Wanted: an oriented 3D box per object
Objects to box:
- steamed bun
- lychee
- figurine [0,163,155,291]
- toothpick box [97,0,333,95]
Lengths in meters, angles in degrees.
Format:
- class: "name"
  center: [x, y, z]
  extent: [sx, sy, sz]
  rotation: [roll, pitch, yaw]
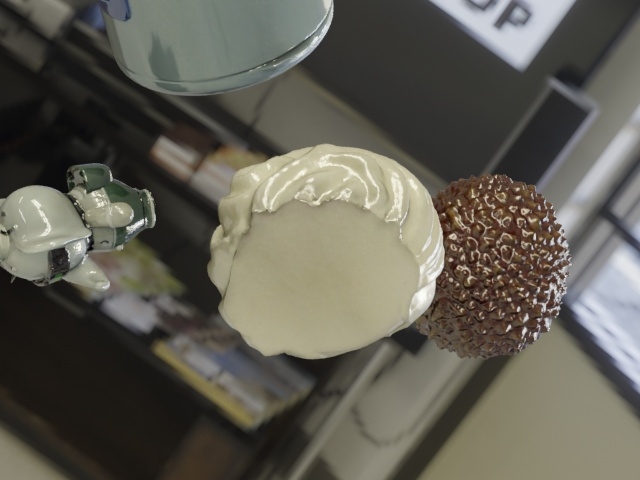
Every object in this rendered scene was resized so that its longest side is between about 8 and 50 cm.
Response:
- class: "steamed bun"
  center: [0.000, 0.000, 1.438]
  extent: [0.183, 0.183, 0.106]
  rotation: [27, 27, -21]
- class: "lychee"
  center: [0.156, 0.023, 1.856]
  extent: [0.188, 0.188, 0.188]
  rotation: [30, 21, -13]
- class: "figurine"
  center: [-0.263, -0.009, 1.927]
  extent: [0.192, 0.126, 0.147]
  rotation: [-13, 17, -29]
- class: "toothpick box"
  center: [-0.141, -0.340, 1.881]
  extent: [0.263, 0.355, 0.263]
  rotation: [-8, 37, 7]
